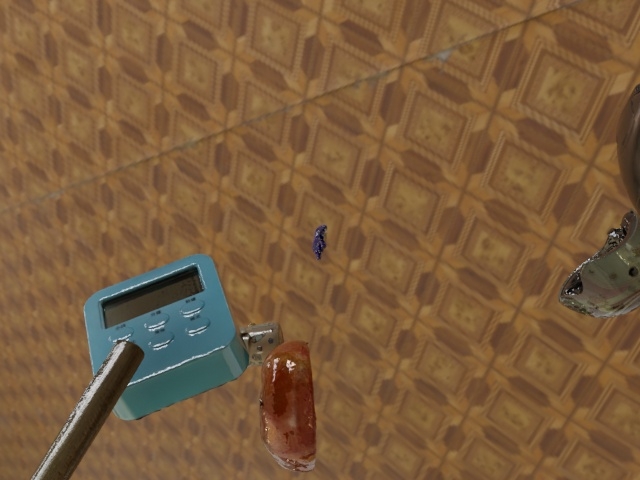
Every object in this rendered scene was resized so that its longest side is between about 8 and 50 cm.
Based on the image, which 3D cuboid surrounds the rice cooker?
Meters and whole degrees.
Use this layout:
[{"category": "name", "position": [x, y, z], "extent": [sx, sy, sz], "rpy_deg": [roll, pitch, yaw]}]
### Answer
[{"category": "rice cooker", "position": [0.442, -0.113, 1.109], "extent": [0.119, 0.203, 0.142], "rpy_deg": [2, 148, 0]}]

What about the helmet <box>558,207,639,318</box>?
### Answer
[{"category": "helmet", "position": [0.433, 0.052, 1.284], "extent": [0.107, 0.153, 0.177], "rpy_deg": [38, 154, 11]}]

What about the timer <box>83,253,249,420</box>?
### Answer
[{"category": "timer", "position": [-0.255, 0.134, 1.405], "extent": [0.091, 0.232, 0.250], "rpy_deg": [74, 172, -49]}]

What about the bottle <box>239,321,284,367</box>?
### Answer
[{"category": "bottle", "position": [-0.156, 0.227, 1.899], "extent": [0.152, 0.099, 0.098], "rpy_deg": [-7, 123, 3]}]

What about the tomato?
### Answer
[{"category": "tomato", "position": [-0.062, 0.296, 1.568], "extent": [0.095, 0.236, 0.236], "rpy_deg": [-3, 129, -4]}]

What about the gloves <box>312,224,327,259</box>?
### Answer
[{"category": "gloves", "position": [0.000, 0.000, 1.698], "extent": [0.026, 0.086, 0.064], "rpy_deg": [8, 108, -3]}]

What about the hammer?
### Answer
[{"category": "hammer", "position": [-0.275, 0.245, 0.862], "extent": [0.111, 0.365, 0.043], "rpy_deg": [22, 142, 7]}]
